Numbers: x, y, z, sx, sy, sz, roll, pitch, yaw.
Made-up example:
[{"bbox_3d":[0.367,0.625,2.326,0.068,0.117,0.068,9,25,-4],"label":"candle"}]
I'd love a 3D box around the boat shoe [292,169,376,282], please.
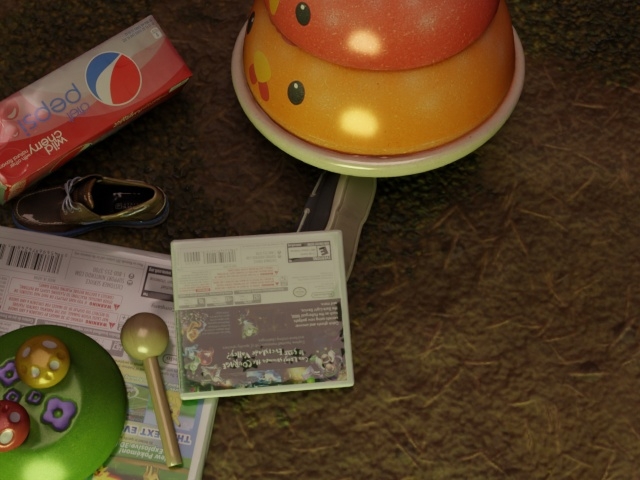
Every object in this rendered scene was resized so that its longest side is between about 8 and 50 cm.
[{"bbox_3d":[0.000,0.000,1.214,0.065,0.075,0.206,7,68,47],"label":"boat shoe"}]

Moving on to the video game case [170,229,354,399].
[{"bbox_3d":[-0.064,0.080,1.136,0.190,0.022,0.173,-4,83,-7],"label":"video game case"}]

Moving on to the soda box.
[{"bbox_3d":[-0.284,-0.155,1.209,0.263,0.083,0.092,-37,95,-23],"label":"soda box"}]

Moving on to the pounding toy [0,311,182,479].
[{"bbox_3d":[-0.271,0.159,1.067,0.236,0.110,0.183,-8,70,-5],"label":"pounding toy"}]

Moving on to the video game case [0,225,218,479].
[{"bbox_3d":[-0.274,0.145,1.151,0.329,0.036,0.300,10,69,1],"label":"video game case"}]

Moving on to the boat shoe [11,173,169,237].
[{"bbox_3d":[-0.271,-0.048,1.207,0.183,0.066,0.066,-6,69,-4],"label":"boat shoe"}]

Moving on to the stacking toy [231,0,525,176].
[{"bbox_3d":[0.062,-0.334,1.087,0.350,0.480,0.351,-1,52,1],"label":"stacking toy"}]

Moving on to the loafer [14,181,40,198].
[{"bbox_3d":[-0.345,-0.111,1.243,0.045,0.039,0.125,21,70,5],"label":"loafer"}]
